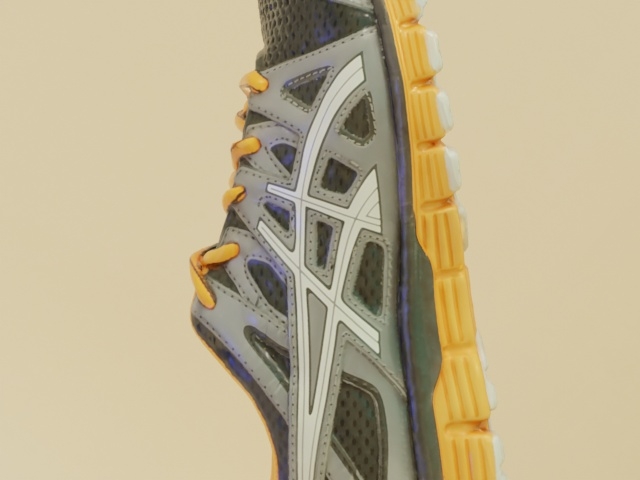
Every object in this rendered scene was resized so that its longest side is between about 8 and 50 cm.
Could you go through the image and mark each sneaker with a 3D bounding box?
[{"bbox_3d":[0.000,0.000,0.523,0.083,0.215,0.084,-8,-5,2],"label":"sneaker"}]
